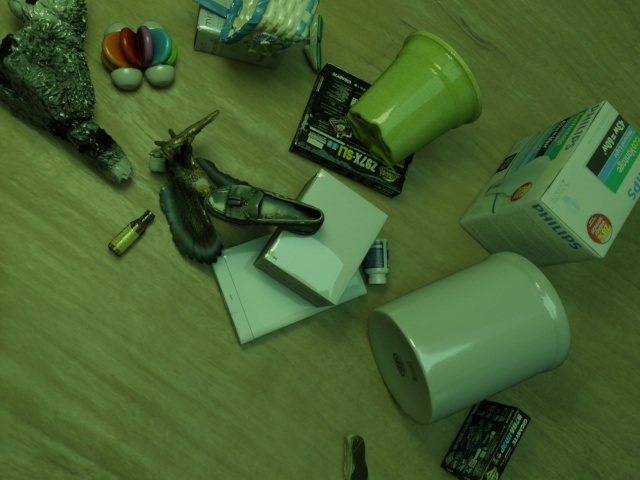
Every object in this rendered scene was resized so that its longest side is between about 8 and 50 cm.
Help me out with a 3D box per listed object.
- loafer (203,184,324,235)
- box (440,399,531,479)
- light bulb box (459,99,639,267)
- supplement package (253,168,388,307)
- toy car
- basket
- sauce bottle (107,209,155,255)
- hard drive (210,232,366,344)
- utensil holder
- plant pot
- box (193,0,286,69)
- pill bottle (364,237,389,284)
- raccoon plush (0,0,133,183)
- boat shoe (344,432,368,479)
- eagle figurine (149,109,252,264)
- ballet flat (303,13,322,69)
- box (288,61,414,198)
[{"bbox_3d":[-0.119,-0.075,1.261,0.268,0.084,0.096,10,77,-11],"label":"loafer"},{"bbox_3d":[0.425,0.524,1.489,0.051,0.175,0.220,39,72,-12],"label":"box"},{"bbox_3d":[0.633,-0.129,1.554,0.225,0.361,0.358,41,72,-8],"label":"light bulb box"},{"bbox_3d":[0.000,0.000,1.400,0.204,0.145,0.261,35,74,-9],"label":"supplement package"},{"bbox_3d":[-0.435,-0.461,1.385,0.182,0.136,0.159,-11,85,-19],"label":"toy car"},{"bbox_3d":[-0.164,-0.549,1.292,0.289,0.255,0.201,27,79,-25],"label":"basket"},{"bbox_3d":[-0.447,-0.020,1.367,0.042,0.042,0.128,44,70,-7],"label":"sauce bottle"},{"bbox_3d":[-0.080,0.089,1.463,0.353,0.047,0.233,-20,88,-19],"label":"hard drive"},{"bbox_3d":[0.355,0.242,1.439,0.386,0.327,0.327,-20,88,-16],"label":"utensil holder"},{"bbox_3d":[0.215,-0.332,1.446,0.254,0.276,0.276,-40,95,-7],"label":"plant pot"},{"bbox_3d":[-0.194,-0.611,1.488,0.231,0.127,0.261,8,80,-16],"label":"box"},{"bbox_3d":[0.149,0.057,1.529,0.067,0.067,0.120,1,81,-17],"label":"pill bottle"},{"bbox_3d":[-0.561,-0.382,1.352,0.446,0.216,0.299,53,54,-33],"label":"raccoon plush"},{"bbox_3d":[0.083,0.566,1.450,0.056,0.048,0.153,-4,90,-30],"label":"boat shoe"},{"bbox_3d":[-0.283,-0.119,1.378,0.226,0.225,0.298,-17,122,18],"label":"eagle figurine"},{"bbox_3d":[-0.022,-0.542,1.580,0.052,0.057,0.168,0,77,11],"label":"ballet flat"},{"bbox_3d":[0.107,-0.297,1.564,0.322,0.079,0.257,23,78,-13],"label":"box"}]
